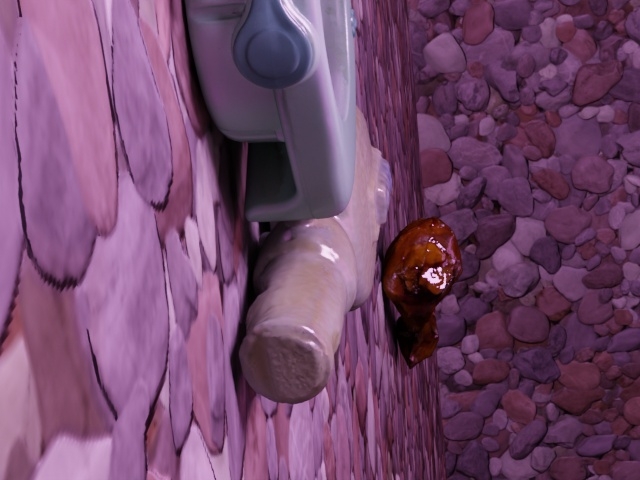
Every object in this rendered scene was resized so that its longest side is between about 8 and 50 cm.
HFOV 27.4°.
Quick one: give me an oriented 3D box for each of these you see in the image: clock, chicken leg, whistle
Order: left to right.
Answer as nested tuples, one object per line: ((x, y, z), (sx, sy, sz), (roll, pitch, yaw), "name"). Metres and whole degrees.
((-0.022, -0.112, 0.606), (0.189, 0.060, 0.148), (76, 13, -52), "clock")
((0.000, 0.000, 0.710), (0.258, 0.067, 0.126), (-75, 159, -63), "whistle")
((0.118, 0.077, 1.615), (0.304, 0.093, 0.113), (90, 18, -59), "chicken leg")
